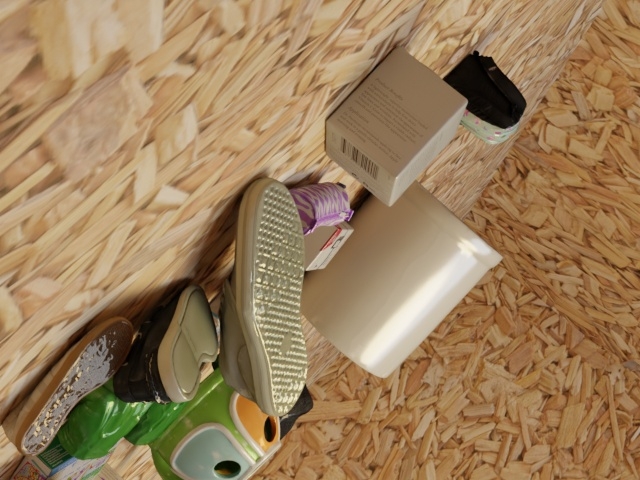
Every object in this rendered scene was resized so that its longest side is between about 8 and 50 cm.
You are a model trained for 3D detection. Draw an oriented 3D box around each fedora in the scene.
[{"bbox_3d":[-0.118,0.404,2.429,0.334,0.152,0.334,-42,168,-11],"label":"fedora"}]

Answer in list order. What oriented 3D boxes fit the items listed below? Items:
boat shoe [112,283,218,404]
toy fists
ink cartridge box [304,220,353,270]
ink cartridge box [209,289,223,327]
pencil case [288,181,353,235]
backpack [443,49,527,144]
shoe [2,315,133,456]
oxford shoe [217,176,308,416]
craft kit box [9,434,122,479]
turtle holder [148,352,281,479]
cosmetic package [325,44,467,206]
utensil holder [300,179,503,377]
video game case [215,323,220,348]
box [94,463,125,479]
[{"bbox_3d":[-0.231,0.161,1.473,0.113,0.127,0.340,-17,-163,7],"label":"boat shoe"},{"bbox_3d":[-0.296,0.253,1.565,0.142,0.096,0.279,-47,161,14],"label":"toy fists"},{"bbox_3d":[0.000,0.000,2.005,0.109,0.063,0.150,-52,169,9],"label":"ink cartridge box"},{"bbox_3d":[-0.179,0.125,1.794,0.048,0.028,0.083,-47,169,-17],"label":"ink cartridge box"},{"bbox_3d":[-0.012,-0.053,1.715,0.086,0.088,0.206,-56,167,19],"label":"pencil case"},{"bbox_3d":[0.350,-0.294,2.105,0.152,0.182,0.115,-48,169,-13],"label":"backpack"},{"bbox_3d":[-0.337,0.183,1.309,0.219,0.058,0.076,-51,138,-17],"label":"shoe"},{"bbox_3d":[-0.107,0.097,1.585,0.169,0.130,0.449,-43,143,-42],"label":"oxford shoe"},{"bbox_3d":[-0.438,0.398,1.614,0.247,0.061,0.250,-56,168,19],"label":"craft kit box"},{"bbox_3d":[-0.227,0.397,1.975,0.320,0.227,0.243,-44,172,-1],"label":"turtle holder"},{"bbox_3d":[0.122,-0.186,1.628,0.184,0.151,0.151,-46,169,-12],"label":"cosmetic package"},{"bbox_3d":[0.166,0.072,2.249,0.385,0.327,0.327,-49,170,8],"label":"utensil holder"},{"bbox_3d":[-0.209,0.192,1.942,0.166,0.015,0.119,-35,162,-55],"label":"video game case"},{"bbox_3d":[-0.465,0.552,1.999,0.063,0.067,0.324,-41,167,-40],"label":"box"}]
